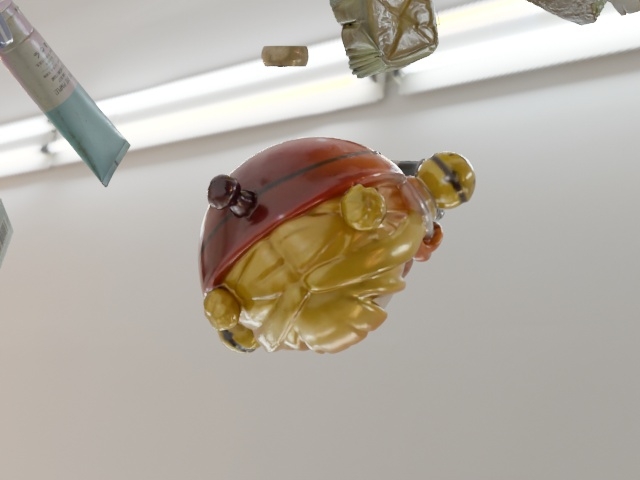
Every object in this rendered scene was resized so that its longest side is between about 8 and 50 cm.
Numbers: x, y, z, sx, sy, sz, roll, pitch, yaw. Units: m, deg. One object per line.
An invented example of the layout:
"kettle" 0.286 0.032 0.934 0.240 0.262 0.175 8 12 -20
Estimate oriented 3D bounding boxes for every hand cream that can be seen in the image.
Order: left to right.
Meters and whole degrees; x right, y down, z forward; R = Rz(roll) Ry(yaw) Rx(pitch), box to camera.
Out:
"hand cream" -0.414 -0.231 1.234 0.070 0.312 0.111 -9 -138 26

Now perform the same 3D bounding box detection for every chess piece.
"chess piece" -0.061 -0.317 1.342 0.083 0.083 0.038 8 -72 37

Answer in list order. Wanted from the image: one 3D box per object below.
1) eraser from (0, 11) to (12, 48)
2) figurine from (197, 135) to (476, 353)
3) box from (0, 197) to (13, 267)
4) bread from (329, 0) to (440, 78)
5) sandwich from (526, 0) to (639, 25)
"eraser" -0.365 -0.199 0.734 0.225 0.082 0.036 -5 -152 39
"figurine" -0.002 -0.004 0.772 0.320 0.323 0.196 -38 -89 14
"box" -0.570 0.051 1.178 0.135 0.079 0.269 -3 -136 -1
"bread" 0.127 -0.434 1.554 0.109 0.210 0.192 0 -66 50
"sandwich" 0.483 -0.468 1.391 0.235 0.128 0.122 4 -125 51
